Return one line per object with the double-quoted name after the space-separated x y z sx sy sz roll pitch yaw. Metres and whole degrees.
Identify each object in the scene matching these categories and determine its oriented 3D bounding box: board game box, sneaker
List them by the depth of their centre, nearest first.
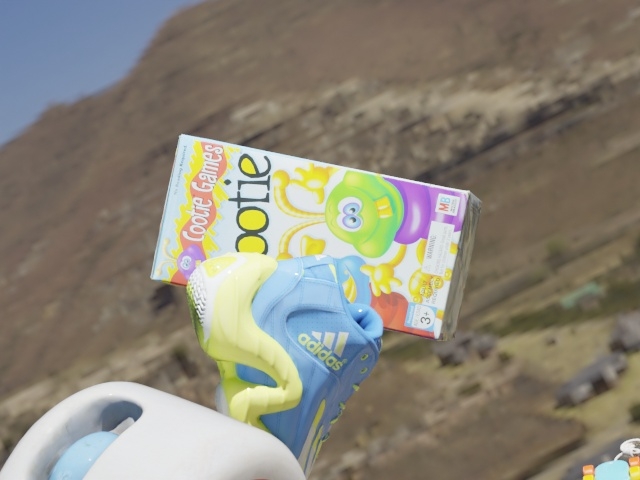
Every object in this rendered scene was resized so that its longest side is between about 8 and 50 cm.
-0.010 0.112 1.203 0.126 0.240 0.091 -14 32 -5 "sneaker"
0.000 0.000 1.679 0.275 0.142 0.144 12 -1 11 "board game box"

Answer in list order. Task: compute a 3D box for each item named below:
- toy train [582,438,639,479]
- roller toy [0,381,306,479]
0.332 0.242 1.718 0.125 0.046 0.166 -22 15 -27 "toy train"
-0.109 0.189 1.081 0.146 0.191 0.209 17 2 32 "roller toy"
